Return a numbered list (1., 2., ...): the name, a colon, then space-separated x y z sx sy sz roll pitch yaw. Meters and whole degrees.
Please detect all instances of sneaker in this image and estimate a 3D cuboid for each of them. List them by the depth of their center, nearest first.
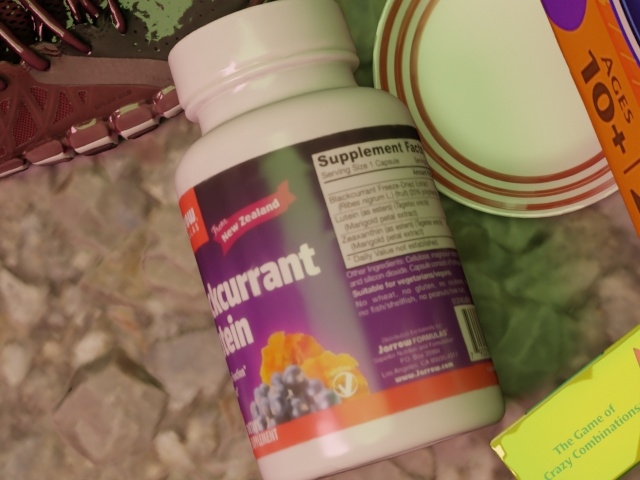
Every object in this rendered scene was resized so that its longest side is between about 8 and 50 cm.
1. sneaker: -0.152 -0.081 0.726 0.281 0.162 0.106 -32 79 8

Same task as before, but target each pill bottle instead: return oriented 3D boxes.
1. pill bottle: 0.000 0.000 0.713 0.108 0.108 0.193 -19 81 10

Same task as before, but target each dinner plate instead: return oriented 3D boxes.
1. dinner plate: 0.094 -0.080 0.746 0.141 0.017 0.141 -1 84 12

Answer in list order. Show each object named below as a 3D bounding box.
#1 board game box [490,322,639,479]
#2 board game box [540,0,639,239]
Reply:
1. board game box: 0.157 0.042 0.682 0.181 0.092 0.043 -39 77 7
2. board game box: 0.310 -0.076 0.470 0.357 0.356 0.356 -19 80 -14
